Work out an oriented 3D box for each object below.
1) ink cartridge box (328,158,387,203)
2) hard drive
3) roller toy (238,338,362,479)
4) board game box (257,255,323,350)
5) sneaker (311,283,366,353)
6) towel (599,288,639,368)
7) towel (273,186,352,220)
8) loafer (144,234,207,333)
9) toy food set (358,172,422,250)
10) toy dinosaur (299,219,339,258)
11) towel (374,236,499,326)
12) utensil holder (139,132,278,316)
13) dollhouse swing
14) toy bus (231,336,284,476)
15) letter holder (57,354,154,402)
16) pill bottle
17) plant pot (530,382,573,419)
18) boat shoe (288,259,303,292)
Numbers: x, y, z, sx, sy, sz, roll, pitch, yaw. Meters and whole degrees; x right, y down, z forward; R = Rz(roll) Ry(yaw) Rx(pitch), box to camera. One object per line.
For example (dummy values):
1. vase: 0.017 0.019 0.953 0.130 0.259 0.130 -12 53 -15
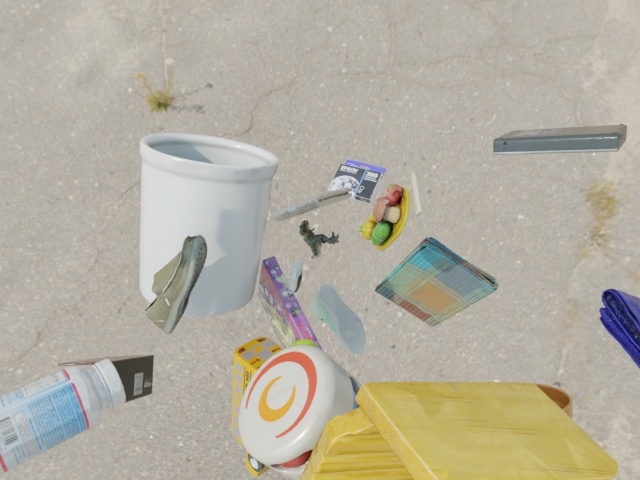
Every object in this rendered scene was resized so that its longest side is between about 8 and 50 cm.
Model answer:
1. ink cartridge box: 0.169 -0.278 2.017 0.206 0.045 0.208 17 65 21
2. hard drive: 0.299 -0.126 0.562 0.135 0.022 0.094 6 21 38
3. roller toy: -0.024 0.287 0.739 0.191 0.146 0.209 16 65 53
4. board game box: -0.093 0.242 1.318 0.056 0.208 0.347 -15 59 -27
5. sneaker: 0.059 0.281 1.547 0.094 0.151 0.256 -25 75 -25
6. towel: 0.673 0.215 0.810 0.308 0.076 0.228 18 33 -14
7. towel: -0.021 -0.133 1.588 0.187 0.282 0.049 -18 93 30
8. loafer: -0.313 0.090 0.949 0.087 0.094 0.251 25 112 -7
9. toy food set: 0.142 -0.064 1.022 0.071 0.218 0.128 12 59 -15
10. toy dinosaur: 0.000 0.000 1.539 0.118 0.064 0.268 -11 26 -8
11. towel: 0.367 0.156 1.486 0.271 0.370 0.040 32 53 -2
12. utensil holder: -0.298 -0.047 1.150 0.327 0.327 0.386 15 110 9
13. dollhouse swing: 0.156 0.382 0.471 0.314 0.347 0.305 6 35 -19
14. toy bus: -0.148 0.419 1.121 0.130 0.333 0.108 24 30 34
15. letter holder: -0.782 0.506 1.637 0.214 0.302 0.152 -2 79 7
16. pill bottle: -0.345 0.219 0.580 0.160 0.087 0.087 -21 64 -38
17. plant pot: 0.767 0.671 1.641 0.290 0.291 0.204 -7 91 0
18. boat shoe: -0.089 0.137 1.708 0.046 0.038 0.125 6 77 23
